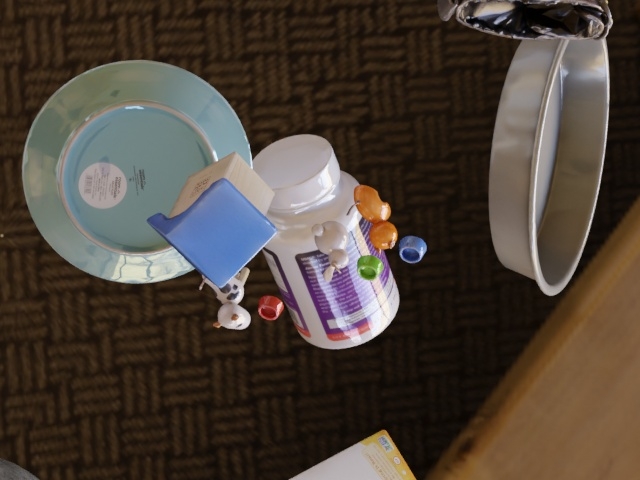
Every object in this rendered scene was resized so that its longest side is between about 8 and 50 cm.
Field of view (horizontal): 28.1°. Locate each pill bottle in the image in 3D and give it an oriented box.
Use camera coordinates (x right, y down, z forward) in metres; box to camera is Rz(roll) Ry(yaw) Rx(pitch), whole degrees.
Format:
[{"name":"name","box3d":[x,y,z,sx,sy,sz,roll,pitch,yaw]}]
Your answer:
[{"name":"pill bottle","box3d":[0.000,0.000,1.198,0.108,0.108,0.193,-31,129,-12]}]

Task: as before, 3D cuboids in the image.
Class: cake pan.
[{"name":"cake pan","box3d":[0.237,-0.091,1.318,0.054,0.293,0.293,9,88,24]}]

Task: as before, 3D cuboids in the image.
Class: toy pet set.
[{"name":"toy pet set","box3d":[-0.028,0.010,0.689,0.114,0.122,0.065,46,39,-24]}]

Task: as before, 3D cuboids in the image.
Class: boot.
[{"name":"boot","box3d":[0.183,-0.251,1.047,0.263,0.091,0.229,-6,57,-22]}]

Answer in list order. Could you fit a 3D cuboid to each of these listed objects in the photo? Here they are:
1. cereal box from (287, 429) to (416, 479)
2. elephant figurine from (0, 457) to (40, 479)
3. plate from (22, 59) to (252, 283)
[{"name":"cereal box","box3d":[0.021,0.302,1.232,0.240,0.047,0.173,-20,73,-46]},{"name":"elephant figurine","box3d":[-0.244,0.154,0.595,0.186,0.169,0.239,-59,146,-2]},{"name":"plate","box3d":[-0.147,-0.051,1.038,0.188,0.024,0.188,-3,107,-9]}]
